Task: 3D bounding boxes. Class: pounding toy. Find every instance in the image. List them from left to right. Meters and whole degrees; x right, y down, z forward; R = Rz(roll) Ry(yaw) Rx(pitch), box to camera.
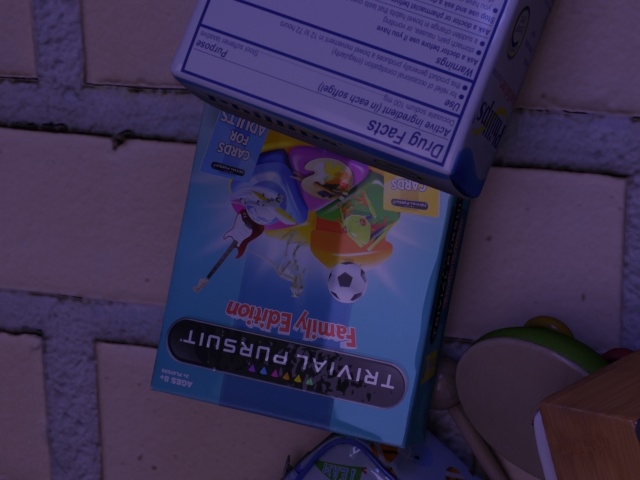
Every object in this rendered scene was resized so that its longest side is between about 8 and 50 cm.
[{"bbox_3d":[0.215,0.135,1.781,0.183,0.110,0.237,49,145,-10],"label":"pounding toy"}]

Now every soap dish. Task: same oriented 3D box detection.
[{"bbox_3d":[0.332,0.194,1.639,0.118,0.291,0.229,-3,106,54],"label":"soap dish"}]

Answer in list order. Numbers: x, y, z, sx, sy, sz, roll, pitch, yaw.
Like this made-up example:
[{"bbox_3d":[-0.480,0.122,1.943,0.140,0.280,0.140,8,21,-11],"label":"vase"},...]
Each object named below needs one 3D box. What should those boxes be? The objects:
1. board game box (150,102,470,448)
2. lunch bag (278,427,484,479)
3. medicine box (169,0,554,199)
[{"bbox_3d":[0.000,0.000,1.771,0.253,0.079,0.336,11,91,18],"label":"board game box"},{"bbox_3d":[0.072,0.318,1.862,0.303,0.115,0.243,44,122,6],"label":"lunch bag"},{"bbox_3d":[0.055,-0.217,1.648,0.263,0.149,0.289,21,89,16],"label":"medicine box"}]
